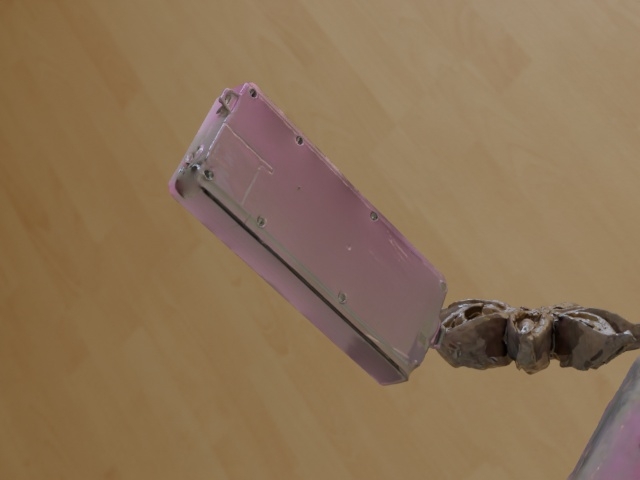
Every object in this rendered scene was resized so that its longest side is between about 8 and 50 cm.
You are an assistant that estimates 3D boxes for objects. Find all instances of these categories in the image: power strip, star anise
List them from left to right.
[{"bbox_3d":[0.000,0.000,0.864,0.037,0.279,0.109,-17,38,44],"label":"power strip"},{"bbox_3d":[0.187,0.086,0.960,0.207,0.172,0.063,2,92,-9],"label":"star anise"}]

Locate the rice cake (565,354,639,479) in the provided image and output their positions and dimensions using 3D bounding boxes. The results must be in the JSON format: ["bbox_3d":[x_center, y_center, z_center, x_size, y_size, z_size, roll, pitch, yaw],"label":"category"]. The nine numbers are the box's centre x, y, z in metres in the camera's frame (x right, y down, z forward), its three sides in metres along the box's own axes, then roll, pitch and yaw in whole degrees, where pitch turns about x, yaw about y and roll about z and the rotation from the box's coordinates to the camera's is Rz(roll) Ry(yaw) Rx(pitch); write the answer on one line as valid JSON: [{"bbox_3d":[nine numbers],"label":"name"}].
[{"bbox_3d":[0.091,0.167,0.448,0.270,0.049,0.055,-61,29,-2],"label":"rice cake"}]
